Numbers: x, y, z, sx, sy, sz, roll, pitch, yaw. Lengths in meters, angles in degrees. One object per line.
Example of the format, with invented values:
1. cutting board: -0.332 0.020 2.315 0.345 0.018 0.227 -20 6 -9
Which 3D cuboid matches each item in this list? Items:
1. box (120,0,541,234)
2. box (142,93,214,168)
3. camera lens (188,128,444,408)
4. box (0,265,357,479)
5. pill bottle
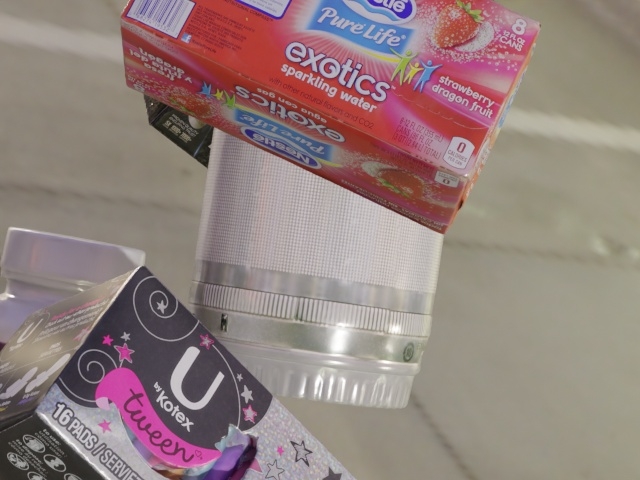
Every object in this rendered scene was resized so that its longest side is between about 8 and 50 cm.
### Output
1. box: 0.004 -0.126 1.309 0.257 0.128 0.122 25 -18 5
2. box: -0.098 -0.134 2.006 0.180 0.077 0.147 38 19 -30
3. camera lens: 0.000 0.000 1.715 0.219 0.274 0.219 8 -1 0
4. box: -0.111 0.160 1.318 0.247 0.163 0.142 46 53 -18
5. pill bottle: -0.241 0.146 1.694 0.169 0.301 0.169 10 0 0
